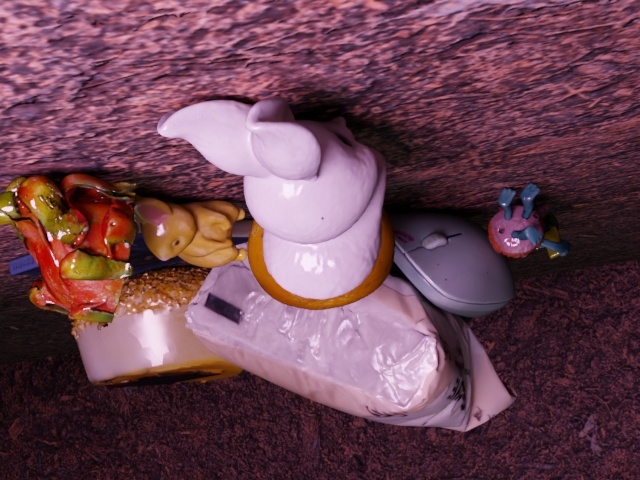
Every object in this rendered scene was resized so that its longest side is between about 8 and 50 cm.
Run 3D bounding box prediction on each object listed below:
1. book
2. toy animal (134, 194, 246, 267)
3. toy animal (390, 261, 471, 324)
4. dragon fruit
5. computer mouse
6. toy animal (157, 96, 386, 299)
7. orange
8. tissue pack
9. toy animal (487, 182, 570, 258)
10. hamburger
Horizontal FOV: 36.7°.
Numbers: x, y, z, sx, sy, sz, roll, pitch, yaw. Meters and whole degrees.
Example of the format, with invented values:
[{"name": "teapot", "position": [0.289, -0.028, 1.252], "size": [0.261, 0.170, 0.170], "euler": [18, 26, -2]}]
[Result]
[{"name": "book", "position": [-0.227, 0.011, 1.176], "size": [0.269, 0.025, 0.191], "euler": [-15, 170, 42]}, {"name": "toy animal", "position": [-0.146, -0.012, 0.958], "size": [0.083, 0.070, 0.159], "euler": [-10, 167, 26]}, {"name": "toy animal", "position": [0.159, 0.094, 1.573], "size": [0.216, 0.191, 0.338], "euler": [-7, 172, -4]}, {"name": "dragon fruit", "position": [-0.206, -0.005, 0.816], "size": [0.142, 0.138, 0.175], "euler": [-46, 129, 8]}, {"name": "computer mouse", "position": [0.181, 0.021, 1.276], "size": [0.097, 0.159, 0.288], "euler": [-42, 156, 13]}, {"name": "toy animal", "position": [-0.018, -0.061, 0.707], "size": [0.104, 0.130, 0.220], "euler": [23, 158, 26]}, {"name": "orange", "position": [0.000, 0.000, 0.997], "size": [0.155, 0.134, 0.154], "euler": [-8, 149, -5]}, {"name": "tissue pack", "position": [0.048, 0.129, 1.301], "size": [0.390, 0.195, 0.375], "euler": [21, 176, 27]}, {"name": "toy animal", "position": [0.277, -0.015, 1.262], "size": [0.103, 0.100, 0.208], "euler": [25, 179, 19]}, {"name": "hamburger", "position": [-0.240, 0.131, 1.502], "size": [0.294, 0.179, 0.276], "euler": [3, 164, -41]}]
